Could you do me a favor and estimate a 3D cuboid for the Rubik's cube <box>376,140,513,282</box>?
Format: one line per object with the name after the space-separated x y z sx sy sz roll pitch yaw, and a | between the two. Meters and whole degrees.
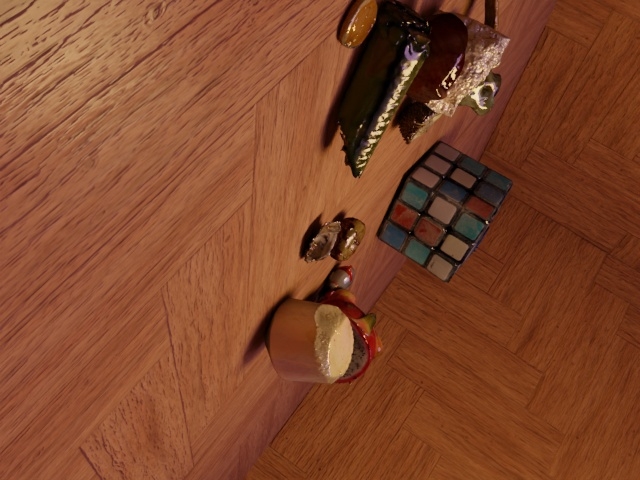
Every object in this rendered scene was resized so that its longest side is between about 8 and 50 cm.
0.483 -0.118 2.670 0.362 0.363 0.358 -43 163 -43 | Rubik's cube

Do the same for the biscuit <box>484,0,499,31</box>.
0.466 -0.604 1.868 0.118 0.029 0.247 -95 178 -59 | biscuit

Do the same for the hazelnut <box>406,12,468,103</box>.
0.226 -0.391 1.474 0.201 0.161 0.170 92 13 -83 | hazelnut

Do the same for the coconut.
-0.046 0.291 1.985 0.239 0.244 0.239 4 90 -64 | coconut

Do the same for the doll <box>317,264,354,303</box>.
0.057 0.157 2.392 0.142 0.076 0.245 -41 164 -40 | doll

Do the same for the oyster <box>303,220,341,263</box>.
-0.003 0.006 1.843 0.105 0.056 0.177 -38 160 -23 | oyster

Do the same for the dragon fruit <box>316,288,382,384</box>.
0.058 0.306 2.304 0.305 0.305 0.226 -63 173 27 | dragon fruit

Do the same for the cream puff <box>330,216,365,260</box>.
0.068 -0.011 2.000 0.149 0.084 0.149 -53 163 -23 | cream puff

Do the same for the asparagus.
0.106 -0.290 1.401 0.128 0.108 0.382 -2 134 -36 | asparagus

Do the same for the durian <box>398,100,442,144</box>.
0.271 -0.341 1.937 0.148 0.091 0.188 -45 171 4 | durian

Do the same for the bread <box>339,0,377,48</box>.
0.068 -0.386 1.216 0.110 0.024 0.110 -53 167 -18 | bread

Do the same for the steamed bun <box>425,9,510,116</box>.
0.302 -0.410 1.614 0.225 0.200 0.170 -64 171 23 | steamed bun

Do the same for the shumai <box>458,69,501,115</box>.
0.386 -0.450 1.847 0.222 0.204 0.272 -60 164 17 | shumai
